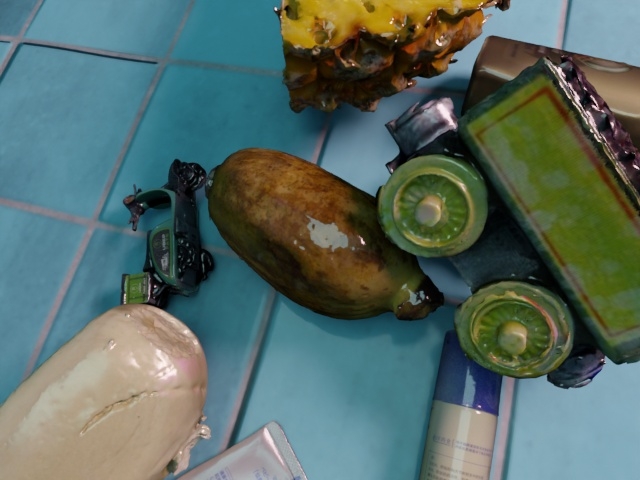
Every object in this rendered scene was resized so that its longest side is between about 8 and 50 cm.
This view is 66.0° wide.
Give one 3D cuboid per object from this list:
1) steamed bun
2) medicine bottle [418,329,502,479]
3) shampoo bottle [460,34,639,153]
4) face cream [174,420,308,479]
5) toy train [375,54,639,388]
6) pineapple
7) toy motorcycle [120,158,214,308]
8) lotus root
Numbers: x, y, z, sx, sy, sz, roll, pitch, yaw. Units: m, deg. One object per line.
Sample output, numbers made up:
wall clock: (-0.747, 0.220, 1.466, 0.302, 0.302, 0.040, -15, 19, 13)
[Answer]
steamed bun: (-0.197, 0.178, 0.439, 0.152, 0.170, 0.239, 39, 80, 0)
medicine bottle: (0.118, 0.197, 0.429, 0.059, 0.059, 0.231, 11, 72, 13)
shampoo bottle: (0.326, -0.125, 0.493, 0.350, 0.084, 0.125, 20, 43, 15)
face cream: (-0.113, 0.272, 0.448, 0.224, 0.070, 0.114, -26, 69, -14)
toy train: (0.166, -0.015, 0.389, 0.177, 0.134, 0.261, -34, 92, 31)
pineapple: (0.098, -0.240, 0.541, 0.286, 0.209, 0.344, 1, 59, -1)
toy motorcycle: (-0.174, -0.011, 0.556, 0.100, 0.058, 0.173, -10, 71, 12)
lotus root: (0.000, 0.000, 0.474, 0.260, 0.145, 0.128, 29, 84, 20)
